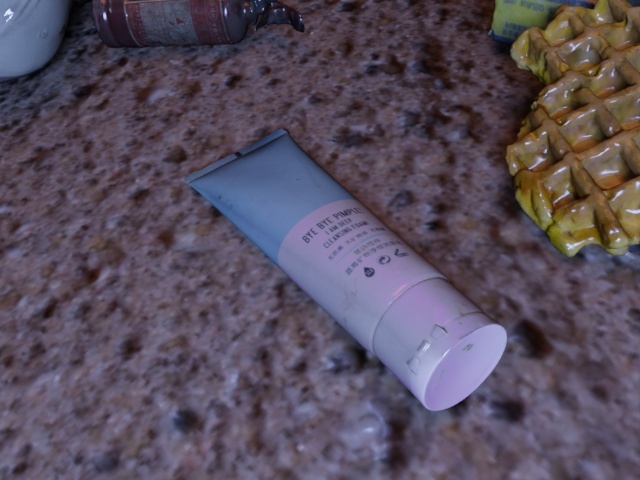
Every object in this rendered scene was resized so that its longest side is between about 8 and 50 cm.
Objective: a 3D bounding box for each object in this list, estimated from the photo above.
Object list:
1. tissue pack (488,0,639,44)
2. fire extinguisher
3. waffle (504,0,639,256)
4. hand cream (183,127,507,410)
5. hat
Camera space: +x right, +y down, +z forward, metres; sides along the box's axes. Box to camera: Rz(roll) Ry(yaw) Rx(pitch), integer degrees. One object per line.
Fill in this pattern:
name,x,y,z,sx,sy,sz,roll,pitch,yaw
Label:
tissue pack,0.335,-0.245,0.583,0.257,0.081,0.185,27,56,25
fire extinguisher,-0.138,-0.255,0.661,0.252,0.075,0.106,2,62,7
waffle,0.246,-0.099,0.445,0.249,0.056,0.253,33,81,37
hand cream,0.000,0.000,0.438,0.111,0.070,0.312,-30,44,-16
hat,-0.339,-0.284,0.672,0.258,0.168,0.301,-19,11,39
